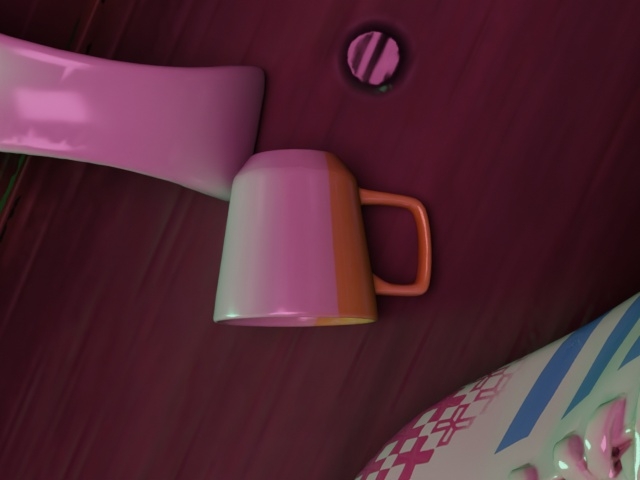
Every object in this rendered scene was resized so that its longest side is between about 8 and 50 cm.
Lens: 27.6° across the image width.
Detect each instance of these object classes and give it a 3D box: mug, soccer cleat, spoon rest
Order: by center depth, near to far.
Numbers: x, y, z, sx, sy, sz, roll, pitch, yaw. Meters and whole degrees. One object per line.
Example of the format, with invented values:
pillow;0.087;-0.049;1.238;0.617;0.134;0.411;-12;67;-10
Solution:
soccer cleat;0.099;0.078;0.422;0.331;0.143;0.116;-40;81;13
mug;-0.004;0.000;0.501;0.062;0.078;0.064;-9;79;48
spoon rest;-0.165;-0.068;0.522;0.276;0.084;0.137;10;94;14
